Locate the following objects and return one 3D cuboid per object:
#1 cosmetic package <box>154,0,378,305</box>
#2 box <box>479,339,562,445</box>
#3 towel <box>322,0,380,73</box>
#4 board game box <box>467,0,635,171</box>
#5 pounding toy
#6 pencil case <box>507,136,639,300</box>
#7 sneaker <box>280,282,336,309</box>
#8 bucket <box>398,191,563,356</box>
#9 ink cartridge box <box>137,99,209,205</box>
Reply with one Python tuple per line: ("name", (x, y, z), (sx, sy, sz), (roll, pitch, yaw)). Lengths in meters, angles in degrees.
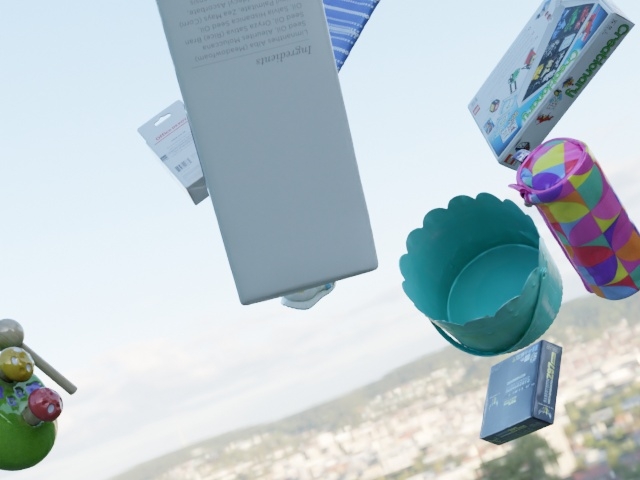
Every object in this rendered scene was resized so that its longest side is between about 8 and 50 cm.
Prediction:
("cosmetic package", (-0.076, -0.188, 1.029), (0.161, 0.453, 0.230), (-15, 21, -4))
("box", (0.443, 0.341, 2.096), (0.059, 0.183, 0.233), (20, -28, -12))
("towel", (-0.005, -0.407, 1.724), (0.040, 0.336, 0.243), (30, 0, -43))
("board game box", (0.377, -0.290, 1.594), (0.053, 0.193, 0.305), (20, -58, -25))
("pounding toy", (-0.424, 0.207, 1.356), (0.110, 0.183, 0.237), (-40, 17, 23))
("pencil case", (0.326, -0.024, 1.170), (0.104, 0.104, 0.236), (-25, -54, 28))
("sneaker", (-0.015, 0.066, 1.985), (0.087, 0.092, 0.229), (13, 22, 12))
("bucket", (0.303, 0.070, 1.741), (0.281, 0.281, 0.183), (-24, -41, 22))
("ink cartridge box", (-0.238, -0.161, 1.698), (0.104, 0.180, 0.060), (-37, -32, -9))
